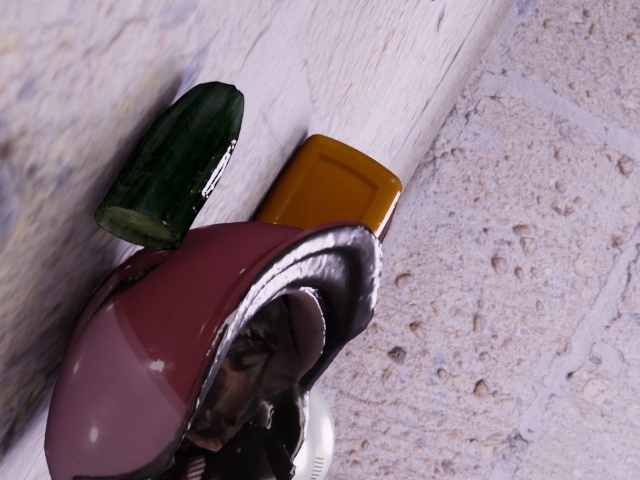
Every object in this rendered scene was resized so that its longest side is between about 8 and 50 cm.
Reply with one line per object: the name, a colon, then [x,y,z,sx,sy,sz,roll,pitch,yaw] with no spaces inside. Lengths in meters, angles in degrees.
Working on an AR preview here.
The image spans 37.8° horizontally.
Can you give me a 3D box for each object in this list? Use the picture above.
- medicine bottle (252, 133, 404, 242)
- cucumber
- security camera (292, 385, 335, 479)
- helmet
medicine bottle: [0.001,0.000,0.979,0.149,0.112,0.222,-58,173,-13]
cucumber: [-0.074,-0.045,0.500,0.105,0.048,0.048,-61,174,-20]
security camera: [-0.089,0.258,1.142,0.194,0.194,0.236,-61,171,7]
helmet: [-0.082,0.081,0.569,0.198,0.154,0.253,-25,134,-50]
